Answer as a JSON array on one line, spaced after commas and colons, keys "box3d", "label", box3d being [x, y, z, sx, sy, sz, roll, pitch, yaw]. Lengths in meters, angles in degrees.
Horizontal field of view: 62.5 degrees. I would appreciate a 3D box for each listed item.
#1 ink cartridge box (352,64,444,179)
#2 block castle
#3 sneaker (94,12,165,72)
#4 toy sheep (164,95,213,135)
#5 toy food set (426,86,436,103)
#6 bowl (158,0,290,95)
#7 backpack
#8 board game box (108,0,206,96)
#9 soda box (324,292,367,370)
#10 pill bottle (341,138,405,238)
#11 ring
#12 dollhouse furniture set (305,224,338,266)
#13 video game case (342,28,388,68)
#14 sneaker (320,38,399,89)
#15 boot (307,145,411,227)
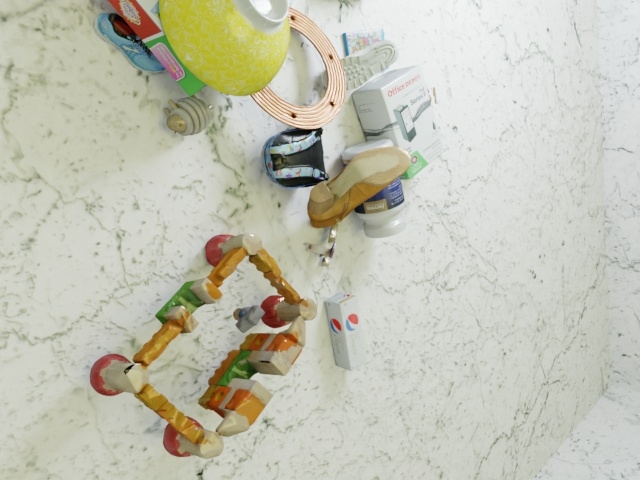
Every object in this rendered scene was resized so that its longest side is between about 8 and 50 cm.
[{"box3d": [0.242, -0.357, 1.613, 0.211, 0.121, 0.289, -39, 118, -33], "label": "ink cartridge box"}, {"box3d": [-0.242, 0.224, 1.184, 0.303, 0.212, 0.453, 50, 55, -20], "label": "block castle"}, {"box3d": [-0.379, -0.404, 1.083, 0.162, 0.073, 0.064, 29, 75, -40], "label": "sneaker"}, {"box3d": [-0.288, -0.279, 1.172, 0.132, 0.091, 0.091, -42, 120, -37], "label": "toy sheep"}, {"box3d": [0.336, -0.476, 1.757, 0.122, 0.019, 0.078, -16, 105, -32], "label": "toy food set"}, {"box3d": [-0.156, -0.456, 1.058, 0.289, 0.156, 0.290, 15, 67, -41], "label": "bowl"}, {"box3d": [-0.078, -0.206, 1.344, 0.173, 0.116, 0.158, -19, 107, -40], "label": "backpack"}, {"box3d": [-0.295, -0.496, 1.088, 0.316, 0.064, 0.242, 50, 49, -22], "label": "board game box"}, {"box3d": [0.076, 0.269, 1.562, 0.073, 0.069, 0.216, -21, 108, -39], "label": "soda box"}, {"box3d": [0.163, -0.150, 1.542, 0.153, 0.153, 0.265, -29, 113, -36], "label": "pill bottle"}, {"box3d": [-0.075, -0.436, 1.329, 0.336, 0.032, 0.337, 10, 72, -34], "label": "ring"}, {"box3d": [0.000, 0.000, 1.508, 0.081, 0.091, 0.114, 14, 55, -3], "label": "dollhouse furniture set"}, {"box3d": [0.137, -0.563, 1.571, 0.166, 0.015, 0.119, -24, 109, -38], "label": "video game case"}, {"box3d": [0.104, -0.491, 1.490, 0.235, 0.095, 0.090, -25, 116, -8], "label": "sneaker"}, {"box3d": [0.096, -0.136, 1.413, 0.295, 0.211, 0.104, -26, 75, -5], "label": "boot"}]
